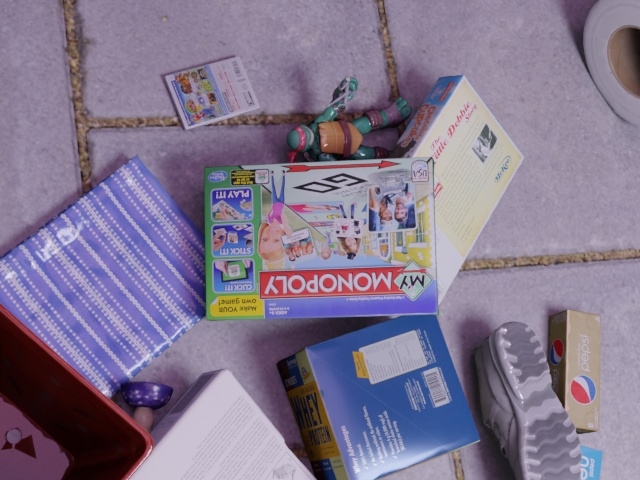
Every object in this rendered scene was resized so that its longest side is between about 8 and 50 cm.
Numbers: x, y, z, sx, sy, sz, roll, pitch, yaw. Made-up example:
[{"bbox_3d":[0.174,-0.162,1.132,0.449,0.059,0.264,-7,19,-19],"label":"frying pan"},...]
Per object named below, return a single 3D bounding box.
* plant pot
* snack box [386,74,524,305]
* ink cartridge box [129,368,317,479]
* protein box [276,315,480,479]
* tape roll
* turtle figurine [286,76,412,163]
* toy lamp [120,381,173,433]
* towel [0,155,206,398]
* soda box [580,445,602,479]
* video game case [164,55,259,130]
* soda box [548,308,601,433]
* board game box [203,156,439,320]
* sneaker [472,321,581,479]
[{"bbox_3d":[-0.397,0.264,1.310,0.267,0.236,0.267,42,68,-4],"label":"plant pot"},{"bbox_3d":[0.172,-0.068,1.649,0.187,0.060,0.322,47,64,-30],"label":"snack box"},{"bbox_3d":[-0.142,0.358,1.409,0.261,0.066,0.296,53,52,-14],"label":"ink cartridge box"},{"bbox_3d":[0.078,0.222,1.533,0.201,0.136,0.200,-16,81,-22],"label":"protein box"},{"bbox_3d":[0.573,-0.320,1.790,0.169,0.246,0.246,-29,86,-24],"label":"tape roll"},{"bbox_3d":[0.035,-0.153,1.632,0.234,0.118,0.175,-6,98,-36],"label":"turtle figurine"},{"bbox_3d":[-0.238,0.326,1.434,0.080,0.080,0.275,10,71,-16],"label":"toy lamp"},{"bbox_3d":[-0.300,0.067,1.503,0.336,0.040,0.243,-41,92,-24],"label":"towel"},{"bbox_3d":[0.355,0.406,1.614,0.071,0.067,0.210,17,70,-14],"label":"soda box"},{"bbox_3d":[-0.161,-0.220,1.642,0.122,0.011,0.087,-19,83,-22],"label":"video game case"},{"bbox_3d":[0.387,0.201,1.686,0.061,0.058,0.181,10,73,-16],"label":"soda box"},{"bbox_3d":[0.000,0.000,1.507,0.317,0.046,0.214,-2,84,9],"label":"board game box"},{"bbox_3d":[0.295,0.265,1.607,0.105,0.115,0.281,0,70,-28],"label":"sneaker"}]
